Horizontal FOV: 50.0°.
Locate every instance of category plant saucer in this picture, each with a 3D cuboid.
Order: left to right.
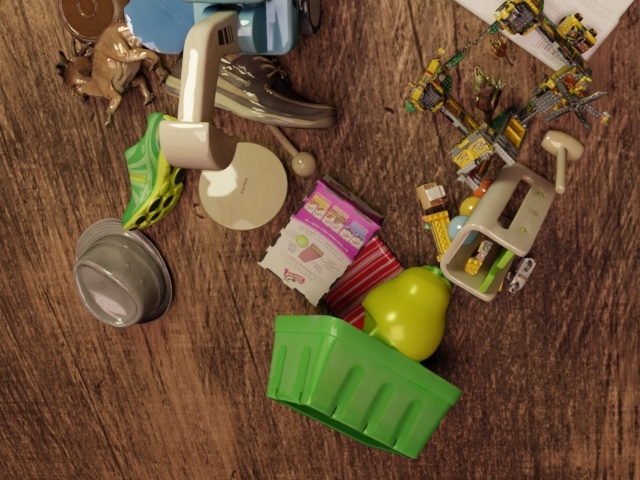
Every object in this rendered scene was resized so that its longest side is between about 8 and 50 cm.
[{"bbox_3d":[-0.472,-0.480,1.408,0.168,0.029,0.168,5,113,12],"label":"plant saucer"}]

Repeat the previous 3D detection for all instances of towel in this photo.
[{"bbox_3d":[0.061,0.061,1.487,0.199,0.031,0.275,-36,99,24],"label":"towel"}]

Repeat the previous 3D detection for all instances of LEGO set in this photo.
[{"bbox_3d":[0.281,0.015,1.389,0.287,0.107,0.132,38,82,2],"label":"LEGO set"},{"bbox_3d":[0.296,-0.243,1.164,0.331,0.192,0.255,-28,108,40],"label":"LEGO set"}]

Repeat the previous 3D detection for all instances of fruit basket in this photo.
[{"bbox_3d":[0.116,0.216,1.408,0.283,0.392,0.392,-10,114,57],"label":"fruit basket"}]

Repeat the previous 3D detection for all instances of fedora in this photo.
[{"bbox_3d":[-0.482,0.097,1.599,0.243,0.124,0.275,-29,102,23],"label":"fedora"}]

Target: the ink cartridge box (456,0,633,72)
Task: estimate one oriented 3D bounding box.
[{"bbox_3d":[0.391,-0.450,1.165,0.275,0.060,0.239,35,116,-1],"label":"ink cartridge box"}]

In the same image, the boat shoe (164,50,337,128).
[{"bbox_3d":[-0.133,-0.302,1.326,0.355,0.132,0.130,17,102,10],"label":"boat shoe"}]

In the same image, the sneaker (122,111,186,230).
[{"bbox_3d":[-0.364,-0.147,1.491,0.123,0.109,0.295,43,121,21],"label":"sneaker"}]

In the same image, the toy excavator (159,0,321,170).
[{"bbox_3d":[-0.155,-0.371,1.133,0.222,0.445,0.433,6,113,14],"label":"toy excavator"}]

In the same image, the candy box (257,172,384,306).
[{"bbox_3d":[0.000,0.000,1.426,0.159,0.071,0.233,38,113,-2],"label":"candy box"}]

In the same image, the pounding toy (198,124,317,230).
[{"bbox_3d":[-0.135,-0.124,1.439,0.183,0.110,0.237,43,87,7],"label":"pounding toy"}]

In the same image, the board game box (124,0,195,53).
[{"bbox_3d":[-0.294,-0.440,1.344,0.133,0.033,0.169,41,78,-7],"label":"board game box"}]

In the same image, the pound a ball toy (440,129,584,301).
[{"bbox_3d":[0.336,-0.070,1.224,0.135,0.319,0.208,33,130,9],"label":"pound a ball toy"}]

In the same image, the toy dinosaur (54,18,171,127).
[{"bbox_3d":[-0.424,-0.368,1.395,0.200,0.127,0.296,45,111,2],"label":"toy dinosaur"}]
